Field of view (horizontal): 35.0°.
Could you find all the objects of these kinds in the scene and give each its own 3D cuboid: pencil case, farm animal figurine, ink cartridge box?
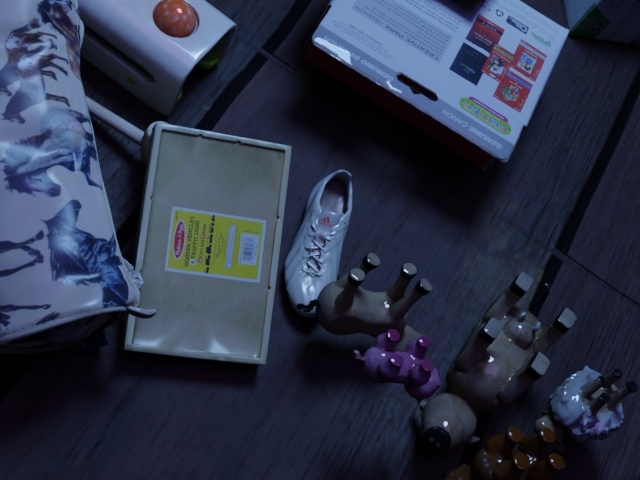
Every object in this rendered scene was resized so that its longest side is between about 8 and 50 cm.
[{"bbox_3d":[-0.311,-0.081,1.114,0.184,0.160,0.410,-7,75,-26],"label":"pencil case"},{"bbox_3d":[0.165,0.155,1.208,0.327,0.172,0.330,-22,67,-40],"label":"farm animal figurine"},{"bbox_3d":[0.147,-0.249,1.400,0.309,0.130,0.271,32,58,-3],"label":"ink cartridge box"},{"bbox_3d":[0.509,-0.382,1.585,0.209,0.153,0.086,5,63,-19],"label":"ink cartridge box"}]

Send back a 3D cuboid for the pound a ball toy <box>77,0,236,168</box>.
[{"bbox_3d":[-0.254,-0.261,1.257,0.319,0.135,0.208,37,59,0],"label":"pound a ball toy"}]

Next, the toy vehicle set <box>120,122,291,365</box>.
[{"bbox_3d":[-0.131,0.006,1.187,0.166,0.035,0.266,10,81,-17],"label":"toy vehicle set"}]

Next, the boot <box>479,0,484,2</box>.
[{"bbox_3d":[0.135,-0.381,1.331,0.207,0.090,0.248,37,54,4],"label":"boot"}]

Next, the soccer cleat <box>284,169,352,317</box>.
[{"bbox_3d":[0.000,0.000,1.261,0.068,0.076,0.196,17,61,-12],"label":"soccer cleat"}]
